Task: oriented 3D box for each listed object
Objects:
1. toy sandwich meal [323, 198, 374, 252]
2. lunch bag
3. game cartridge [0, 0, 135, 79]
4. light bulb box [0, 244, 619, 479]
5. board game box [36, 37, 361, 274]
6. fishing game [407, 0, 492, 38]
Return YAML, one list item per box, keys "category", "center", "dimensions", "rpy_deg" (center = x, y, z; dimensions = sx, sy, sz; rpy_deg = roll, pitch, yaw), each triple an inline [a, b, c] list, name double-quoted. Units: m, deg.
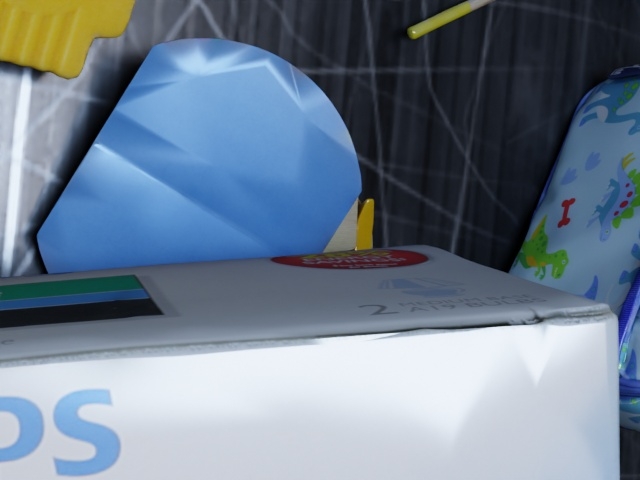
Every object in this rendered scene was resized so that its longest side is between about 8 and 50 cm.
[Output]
- category: "toy sandwich meal"
  center: [0.000, 0.000, 0.734]
  dimensions: [0.086, 0.029, 0.085]
  rpy_deg: [-2, 94, -29]
- category: "lunch bag"
  center: [0.199, -0.001, 0.763]
  dimensions: [0.090, 0.176, 0.219]
  rpy_deg: [32, 79, -27]
- category: "game cartridge"
  center: [-0.197, -0.234, 0.545]
  dimensions: [0.324, 0.052, 0.285]
  rpy_deg: [12, 108, -28]
- category: "light bulb box"
  center: [-0.078, 0.199, 0.549]
  dimensions: [0.358, 0.225, 0.361]
  rpy_deg: [-4, 96, -14]
- category: "board game box"
  center: [-0.062, -0.020, 0.693]
  dimensions: [0.133, 0.033, 0.168]
  rpy_deg: [31, 94, -20]
- category: "fishing game"
  center: [0.057, -0.254, 0.745]
  dimensions: [0.189, 0.041, 0.264]
  rpy_deg: [-24, 105, -29]
